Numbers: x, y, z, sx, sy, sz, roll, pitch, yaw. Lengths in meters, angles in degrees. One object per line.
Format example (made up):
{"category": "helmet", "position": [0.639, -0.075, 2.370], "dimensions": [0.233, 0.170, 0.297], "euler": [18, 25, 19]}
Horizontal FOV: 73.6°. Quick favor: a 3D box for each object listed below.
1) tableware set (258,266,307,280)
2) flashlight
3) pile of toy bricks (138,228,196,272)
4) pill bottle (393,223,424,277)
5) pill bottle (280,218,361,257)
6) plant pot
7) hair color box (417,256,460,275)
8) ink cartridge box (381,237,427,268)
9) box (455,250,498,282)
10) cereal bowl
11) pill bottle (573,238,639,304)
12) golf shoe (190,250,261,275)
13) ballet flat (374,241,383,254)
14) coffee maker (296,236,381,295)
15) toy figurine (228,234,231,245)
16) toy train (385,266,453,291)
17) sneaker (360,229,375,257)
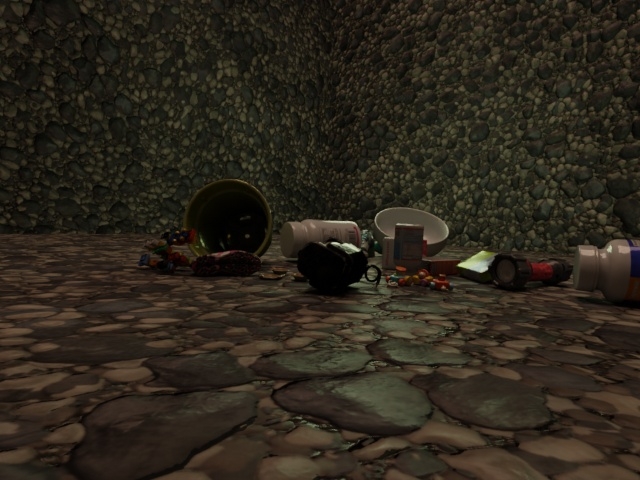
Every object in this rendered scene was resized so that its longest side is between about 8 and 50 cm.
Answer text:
{"category": "tableware set", "position": [-0.082, 0.091, 1.167], "dimensions": [0.168, 0.020, 0.141], "euler": [3, 3, 7]}
{"category": "flashlight", "position": [0.607, 0.085, 1.211], "dimensions": [0.304, 0.103, 0.103], "euler": [2, 29, -32]}
{"category": "pile of toy bricks", "position": [-0.401, 0.046, 1.183], "dimensions": [0.212, 0.118, 0.105], "euler": [-14, -36, 35]}
{"category": "pill bottle", "position": [0.267, 0.030, 1.302], "dimensions": [0.087, 0.160, 0.087], "euler": [3, 3, 0]}
{"category": "pill bottle", "position": [0.000, 0.000, 1.637], "dimensions": [0.283, 0.160, 0.160], "euler": [2, 3, -27]}
{"category": "plant pot", "position": [-0.272, -0.033, 1.409], "dimensions": [0.276, 0.276, 0.254], "euler": [3, -9, 5]}
{"category": "hair color box", "position": [0.378, 0.084, 1.418], "dimensions": [0.167, 0.053, 0.093], "euler": [2, 4, -39]}
{"category": "ink cartridge box", "position": [0.292, 0.046, 1.502], "dimensions": [0.150, 0.109, 0.063], "euler": [3, 4, 6]}
{"category": "box", "position": [0.502, 0.079, 1.308], "dimensions": [0.109, 0.042, 0.178], "euler": [-28, 7, -4]}
{"category": "cereal bowl", "position": [0.401, -0.014, 1.940], "dimensions": [0.338, 0.141, 0.339], "euler": [3, 31, -2]}
{"category": "pill bottle", "position": [0.749, 0.075, 0.991], "dimensions": [0.272, 0.152, 0.152], "euler": [3, 3, 23]}
{"category": "golf shoe", "position": [-0.254, 0.059, 1.159], "dimensions": [0.186, 0.068, 0.086], "euler": [2, 2, -19]}
{"category": "ballet flat", "position": [0.361, 0.050, 2.053], "dimensions": [0.232, 0.080, 0.073], "euler": [5, -25, 2]}
{"category": "coffee maker", "position": [0.049, 0.057, 0.995], "dimensions": [0.171, 0.120, 0.178], "euler": [4, 4, 14]}
{"category": "toy figurine", "position": [-0.380, 0.028, 1.563], "dimensions": [0.173, 0.130, 0.159], "euler": [27, 17, -1]}
{"category": "toy train", "position": [0.253, 0.097, 1.110], "dimensions": [0.166, 0.046, 0.125], "euler": [3, 3, 4]}
{"category": "sneaker", "position": [0.174, 0.013, 1.911], "dimensions": [0.110, 0.122, 0.283], "euler": [3, 3, 17]}
